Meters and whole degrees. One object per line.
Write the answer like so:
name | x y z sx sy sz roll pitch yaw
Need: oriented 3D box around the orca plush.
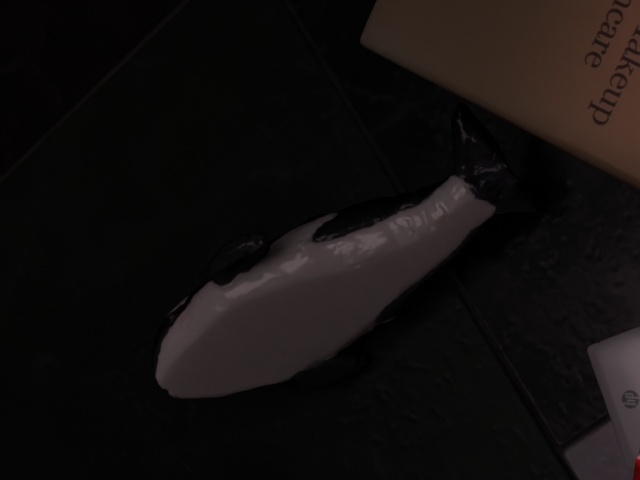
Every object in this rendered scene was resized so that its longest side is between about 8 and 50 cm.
orca plush | 0.000 0.000 1.056 0.287 0.151 0.102 -45 34 25

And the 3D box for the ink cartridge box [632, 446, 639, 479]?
ink cartridge box | 0.228 0.193 0.874 0.078 0.134 0.231 9 92 33

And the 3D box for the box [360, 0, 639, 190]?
box | 0.196 -0.111 0.926 0.311 0.121 0.148 30 102 31

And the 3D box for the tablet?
tablet | 0.205 0.098 0.972 0.054 0.006 0.083 -25 73 29
